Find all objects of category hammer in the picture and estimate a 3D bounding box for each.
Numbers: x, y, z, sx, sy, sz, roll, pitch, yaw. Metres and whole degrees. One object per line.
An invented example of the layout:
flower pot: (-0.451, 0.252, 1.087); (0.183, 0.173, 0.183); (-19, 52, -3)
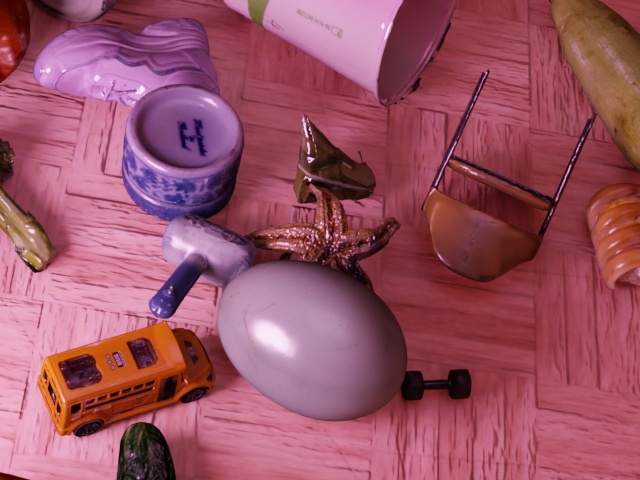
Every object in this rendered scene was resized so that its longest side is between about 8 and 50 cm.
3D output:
hammer: (-0.152, 0.040, 1.815); (0.116, 0.069, 0.194); (26, 30, 5)

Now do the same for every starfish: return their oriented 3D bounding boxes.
starfish: (-0.001, 0.000, 1.902); (0.189, 0.074, 0.146); (12, 78, 0)

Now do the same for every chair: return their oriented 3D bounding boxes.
chair: (0.229, -0.076, 1.973); (0.158, 0.172, 0.247); (24, 97, 4)

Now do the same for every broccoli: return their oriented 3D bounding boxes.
broccoli: (-0.385, -0.050, 1.851); (0.118, 0.122, 0.204); (-40, 85, -17)

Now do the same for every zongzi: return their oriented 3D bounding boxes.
zongzi: (0.024, -0.105, 1.963); (0.109, 0.119, 0.055); (-2, 31, -15)

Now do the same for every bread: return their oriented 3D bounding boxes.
bread: (0.408, -0.002, 2.003); (0.119, 0.084, 0.177); (-1, 52, -15)

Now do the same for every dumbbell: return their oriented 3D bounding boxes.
dumbbell: (0.136, 0.171, 1.842); (0.083, 0.040, 0.036); (0, 24, -14)

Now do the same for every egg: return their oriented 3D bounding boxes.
egg: (-0.010, 0.111, 1.767); (0.231, 0.168, 0.168); (29, 54, 11)

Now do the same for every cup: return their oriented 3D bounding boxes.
cup: (0.029, -0.342, 2.071); (0.274, 0.253, 0.253); (26, 53, 16)

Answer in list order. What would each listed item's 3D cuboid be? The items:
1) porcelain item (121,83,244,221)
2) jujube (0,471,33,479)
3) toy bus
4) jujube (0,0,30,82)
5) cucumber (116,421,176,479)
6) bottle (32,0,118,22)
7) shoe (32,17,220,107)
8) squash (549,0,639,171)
porcelain item: (-0.171, -0.105, 1.916); (0.147, 0.114, 0.147); (5, 55, -7)
jujube: (-0.322, 0.356, 1.455); (0.376, 0.276, 0.276); (15, 53, -1)
toy bus: (-0.212, 0.148, 1.743); (0.194, 0.088, 0.083); (-16, 61, -24)
jujube: (-0.483, -0.291, 1.942); (0.255, 0.190, 0.190); (39, 56, 16)
cucumber: (-0.185, 0.302, 1.652); (0.074, 0.074, 0.241); (4, 53, -10)
bottle: (-0.265, -0.468, 2.084); (0.229, 0.229, 0.352); (33, 61, 11)
shoe: (-0.240, -0.205, 1.986); (0.245, 0.095, 0.138); (-10, 55, -27)
squash: (0.414, -0.236, 2.150); (0.118, 0.118, 0.371); (-12, 57, -21)
